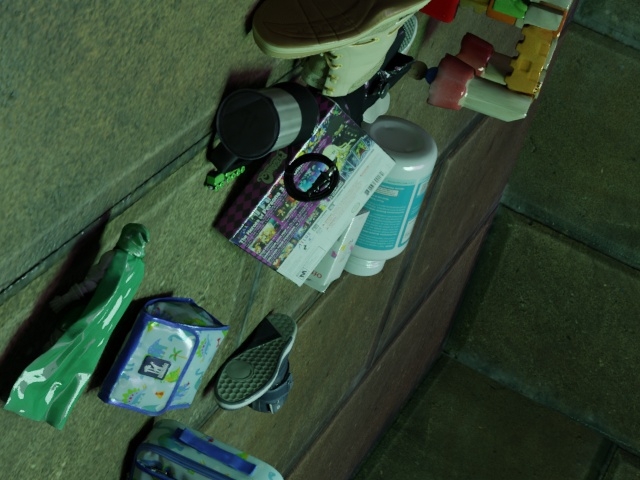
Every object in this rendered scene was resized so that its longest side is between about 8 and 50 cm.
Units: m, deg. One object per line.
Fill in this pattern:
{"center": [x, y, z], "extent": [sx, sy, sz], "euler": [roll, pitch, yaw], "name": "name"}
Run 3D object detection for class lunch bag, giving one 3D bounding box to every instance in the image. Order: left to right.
{"center": [-0.201, 0.143, 1.590], "extent": [0.151, 0.096, 0.128], "euler": [8, 111, -60], "name": "lunch bag"}
{"center": [-0.169, 0.361, 1.827], "extent": [0.090, 0.219, 0.176], "euler": [-56, 168, -53], "name": "lunch bag"}

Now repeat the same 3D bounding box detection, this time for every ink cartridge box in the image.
{"center": [0.000, 0.000, 2.038], "extent": [0.143, 0.092, 0.090], "euler": [-65, 167, 15], "name": "ink cartridge box"}

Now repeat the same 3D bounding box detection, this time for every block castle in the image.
{"center": [0.304, -0.434, 2.015], "extent": [0.303, 0.213, 0.453], "euler": [-49, 158, -66], "name": "block castle"}

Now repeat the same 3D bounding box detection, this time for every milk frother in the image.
{"center": [-0.047, -0.115, 1.555], "extent": [0.129, 0.143, 0.135], "euler": [-63, 167, 20], "name": "milk frother"}

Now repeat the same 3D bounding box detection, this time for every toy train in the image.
{"center": [-0.119, -0.086, 1.607], "extent": [0.083, 0.017, 0.023], "euler": [-43, 145, -54], "name": "toy train"}

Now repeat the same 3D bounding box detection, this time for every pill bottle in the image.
{"center": [0.095, -0.068, 2.141], "extent": [0.146, 0.146, 0.264], "euler": [-46, 158, -50], "name": "pill bottle"}

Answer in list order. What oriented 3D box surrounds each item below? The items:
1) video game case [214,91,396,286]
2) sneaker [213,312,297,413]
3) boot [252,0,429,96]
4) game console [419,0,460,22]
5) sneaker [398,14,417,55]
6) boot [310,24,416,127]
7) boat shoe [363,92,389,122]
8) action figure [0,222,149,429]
{"center": [-0.015, -0.064, 1.760], "extent": [0.232, 0.042, 0.210], "euler": [-53, 147, 1], "name": "video game case"}
{"center": [-0.110, 0.246, 2.101], "extent": [0.226, 0.086, 0.163], "euler": [-48, 157, -49], "name": "sneaker"}
{"center": [0.006, -0.247, 1.585], "extent": [0.262, 0.095, 0.203], "euler": [-28, 168, -31], "name": "boot"}
{"center": [0.146, -0.388, 1.740], "extent": [0.085, 0.144, 0.124], "euler": [-48, 159, -44], "name": "game console"}
{"center": [0.114, -0.295, 1.998], "extent": [0.134, 0.051, 0.070], "euler": [-66, 171, 13], "name": "sneaker"}
{"center": [0.060, -0.190, 1.894], "extent": [0.207, 0.094, 0.246], "euler": [-50, 155, -31], "name": "boot"}
{"center": [0.073, -0.215, 2.020], "extent": [0.125, 0.038, 0.046], "euler": [-39, 133, -61], "name": "boat shoe"}
{"center": [-0.249, 0.083, 1.349], "extent": [0.232, 0.063, 0.137], "euler": [-57, 164, -6], "name": "action figure"}
